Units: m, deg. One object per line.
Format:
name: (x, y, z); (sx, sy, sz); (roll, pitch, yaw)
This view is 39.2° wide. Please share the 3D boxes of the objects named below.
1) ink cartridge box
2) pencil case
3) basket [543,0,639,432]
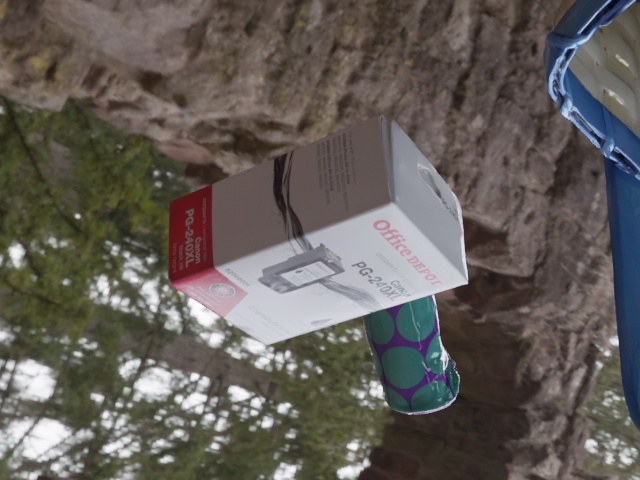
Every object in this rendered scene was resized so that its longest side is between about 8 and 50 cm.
ink cartridge box: (0.000, 0.000, 0.547); (0.151, 0.109, 0.063); (-20, -125, 24)
pencil case: (0.071, 0.064, 0.744); (0.064, 0.070, 0.151); (24, -49, 61)
basket: (0.217, -0.075, 0.368); (0.255, 0.201, 0.288); (-35, -135, 40)
